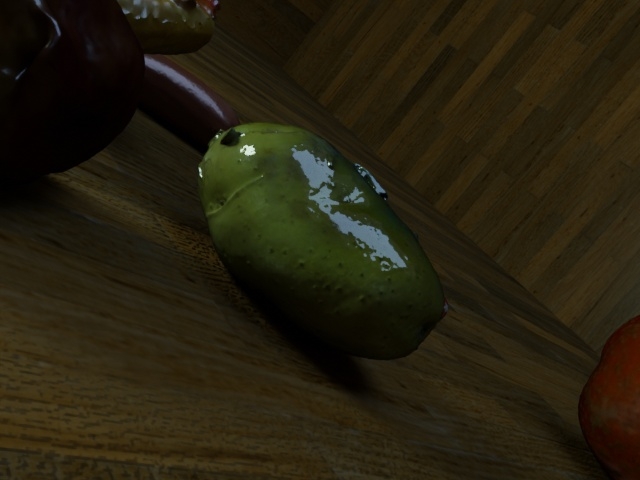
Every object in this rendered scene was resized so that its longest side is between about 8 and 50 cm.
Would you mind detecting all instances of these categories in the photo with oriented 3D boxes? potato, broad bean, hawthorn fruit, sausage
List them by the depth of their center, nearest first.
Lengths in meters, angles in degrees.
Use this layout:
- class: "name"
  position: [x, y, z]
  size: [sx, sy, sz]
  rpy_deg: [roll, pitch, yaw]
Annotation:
- class: "broad bean"
  position: [-0.191, -0.115, 0.514]
  size: [0.122, 0.156, 0.228]
  rpy_deg: [37, 4, 8]
- class: "potato"
  position: [0.000, 0.000, 0.708]
  size: [0.248, 0.143, 0.169]
  rpy_deg: [43, 18, 17]
- class: "sausage"
  position: [-0.184, -0.183, 1.041]
  size: [0.194, 0.077, 0.077]
  rpy_deg: [35, 11, -21]
- class: "hawthorn fruit"
  position: [0.483, 0.240, 1.044]
  size: [0.275, 0.275, 0.299]
  rpy_deg: [23, 33, -56]

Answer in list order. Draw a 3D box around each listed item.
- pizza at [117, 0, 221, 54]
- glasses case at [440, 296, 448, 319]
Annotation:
- class: "pizza"
  position: [-0.301, -0.360, 0.745]
  size: [0.440, 0.130, 0.406]
  rpy_deg: [8, 56, -41]
- class: "glasses case"
  position: [0.097, 0.038, 1.122]
  size: [0.194, 0.049, 0.073]
  rpy_deg: [37, 10, -11]
